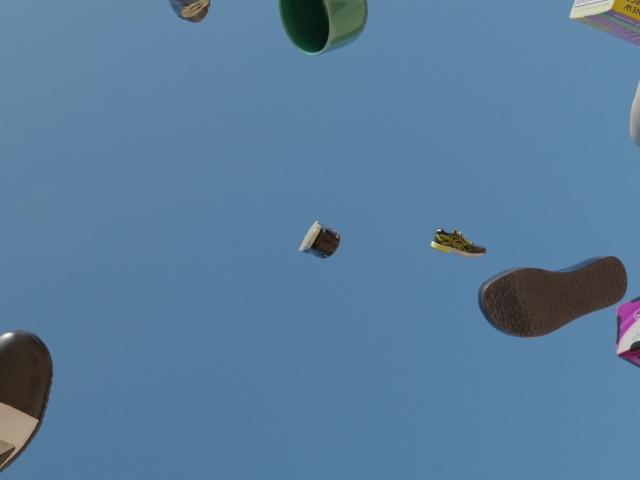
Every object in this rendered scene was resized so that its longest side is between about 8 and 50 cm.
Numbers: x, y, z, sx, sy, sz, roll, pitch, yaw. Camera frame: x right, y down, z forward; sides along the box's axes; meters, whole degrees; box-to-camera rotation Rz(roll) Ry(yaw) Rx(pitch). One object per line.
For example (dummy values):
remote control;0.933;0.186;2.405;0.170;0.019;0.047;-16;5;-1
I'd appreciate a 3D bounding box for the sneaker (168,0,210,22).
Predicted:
sneaker;-0.168;-0.325;1.411;0.064;0.192;0.086;-25;-58;-5

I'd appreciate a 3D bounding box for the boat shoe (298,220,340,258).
boat shoe;-0.001;0.002;1.468;0.042;0.133;0.049;29;-92;-7

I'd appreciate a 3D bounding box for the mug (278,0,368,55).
mug;0.012;-0.369;1.643;0.097;0.129;0.157;-24;-47;-32

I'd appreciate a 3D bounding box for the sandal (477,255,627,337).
sandal;0.318;0.078;1.495;0.255;0.054;0.097;-6;-87;-31

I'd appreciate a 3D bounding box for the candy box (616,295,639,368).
candy box;0.471;0.122;1.209;0.233;0.159;0.071;27;-127;-23

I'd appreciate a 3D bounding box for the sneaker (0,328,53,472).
sneaker;-0.443;0.240;1.263;0.330;0.122;0.146;-56;-18;-12

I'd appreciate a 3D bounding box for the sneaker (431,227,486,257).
sneaker;0.209;0.003;1.622;0.031;0.083;0.035;-47;-33;-76

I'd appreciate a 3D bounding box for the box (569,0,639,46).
box;0.464;-0.357;1.340;0.214;0.117;0.243;19;-87;-13

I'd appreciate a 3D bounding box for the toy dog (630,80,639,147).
toy dog;0.363;-0.006;0.469;0.285;0.407;0.395;-16;-29;-1
